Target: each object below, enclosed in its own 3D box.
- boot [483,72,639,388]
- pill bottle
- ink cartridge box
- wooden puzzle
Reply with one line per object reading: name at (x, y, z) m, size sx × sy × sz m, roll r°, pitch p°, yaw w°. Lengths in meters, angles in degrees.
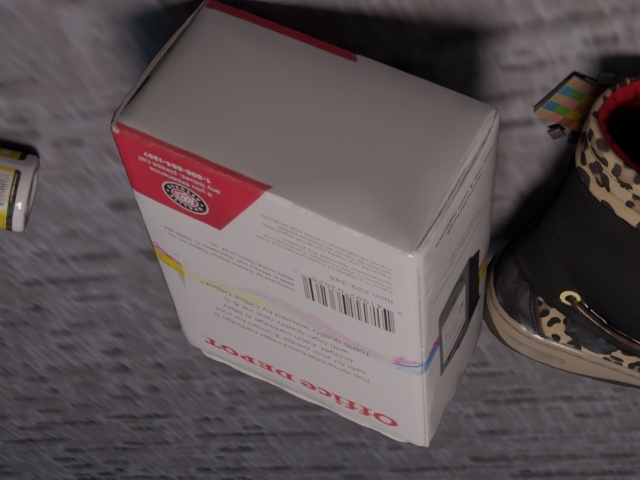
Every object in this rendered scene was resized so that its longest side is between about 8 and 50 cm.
boot at (0.324, 0.018, 0.940) m, size 0.377 × 0.138 × 0.284 m, roll 15°, pitch 150°, yaw 3°
pill bottle at (-0.288, -0.049, 1.029) m, size 0.116 × 0.065 × 0.065 m, roll 13°, pitch 149°, yaw -7°
ink cartridge box at (0.000, 0.000, 0.923) m, size 0.226 × 0.131 × 0.306 m, roll 23°, pitch 155°, yaw 17°
wooden puzzle at (0.183, -0.095, 0.903) m, size 0.049 × 0.006 × 0.083 m, roll 19°, pitch 147°, yaw -19°
